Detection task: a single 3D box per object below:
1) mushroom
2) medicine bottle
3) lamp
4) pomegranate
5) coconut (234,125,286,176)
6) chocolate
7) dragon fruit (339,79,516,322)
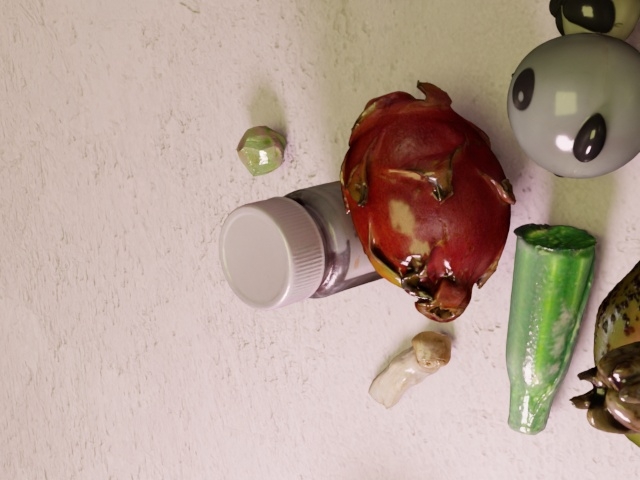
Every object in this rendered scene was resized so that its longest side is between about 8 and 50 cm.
[{"bbox_3d":[0.130,0.203,1.628,0.202,0.054,0.059,-48,64,46],"label":"mushroom"},{"bbox_3d":[0.000,0.000,1.542,0.165,0.273,0.165,11,107,41],"label":"medicine bottle"},{"bbox_3d":[0.316,-0.196,1.264,0.197,0.197,0.244,2,84,43],"label":"lamp"},{"bbox_3d":[0.405,0.129,1.143,0.285,0.340,0.285,11,105,45],"label":"pomegranate"},{"bbox_3d":[-0.095,-0.148,1.734,0.082,0.081,0.083,-138,27,-72],"label":"coconut"},{"bbox_3d":[0.296,0.125,1.419,0.110,0.110,0.291,22,118,38],"label":"chocolate"},{"bbox_3d":[0.143,-0.057,1.418,0.250,0.250,0.315,-46,30,40],"label":"dragon fruit"}]
